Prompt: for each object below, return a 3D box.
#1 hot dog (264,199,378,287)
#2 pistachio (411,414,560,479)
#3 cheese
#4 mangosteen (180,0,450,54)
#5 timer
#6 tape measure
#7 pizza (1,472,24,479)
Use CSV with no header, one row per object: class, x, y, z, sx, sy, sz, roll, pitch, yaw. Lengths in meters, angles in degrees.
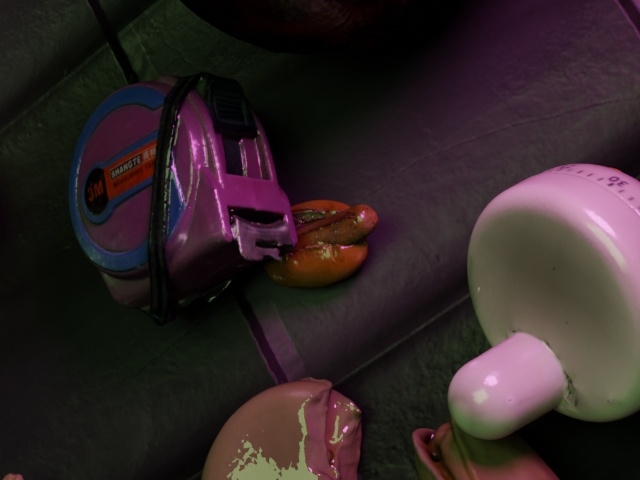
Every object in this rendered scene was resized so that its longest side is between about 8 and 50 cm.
hot dog,0.000,0.002,1.811,0.140,0.060,0.090,-4,78,26
pistachio,0.160,0.245,1.621,0.136,0.136,0.226,-39,57,14
cheese,-0.032,0.232,1.752,0.175,0.091,0.203,12,83,28
mangosteen,0.004,-0.373,1.752,0.381,0.421,0.381,0,110,-1
timer,0.220,0.056,1.579,0.233,0.240,0.233,32,135,38
tape measure,-0.145,-0.044,1.840,0.231,0.149,0.245,-28,66,42
pizza,-0.301,0.418,1.851,0.268,0.087,0.258,38,100,31
